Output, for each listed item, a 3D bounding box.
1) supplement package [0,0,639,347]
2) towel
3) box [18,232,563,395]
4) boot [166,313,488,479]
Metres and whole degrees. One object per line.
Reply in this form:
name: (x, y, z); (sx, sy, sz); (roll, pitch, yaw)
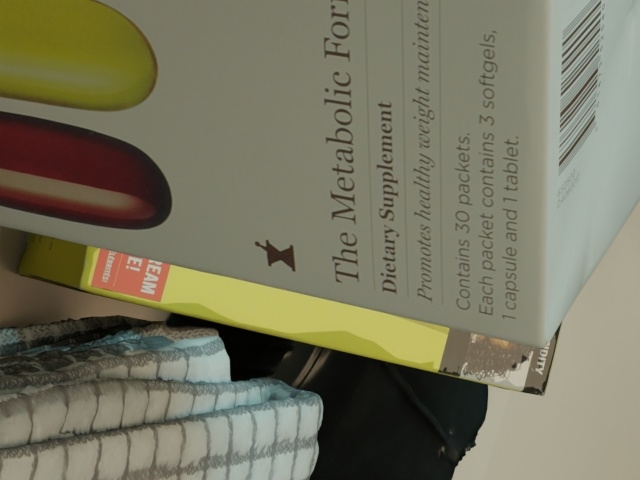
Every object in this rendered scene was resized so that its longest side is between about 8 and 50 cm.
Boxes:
supplement package: (-0.027, -0.081, 0.493); (0.134, 0.244, 0.139); (-47, 141, -50)
towel: (-0.119, 0.147, 0.565); (0.284, 0.121, 0.235); (-3, 103, -63)
box: (0.000, 0.000, 0.691); (0.232, 0.058, 0.087); (16, 87, -34)
boot: (0.033, 0.015, 0.849); (0.246, 0.094, 0.207); (-62, 149, -16)
